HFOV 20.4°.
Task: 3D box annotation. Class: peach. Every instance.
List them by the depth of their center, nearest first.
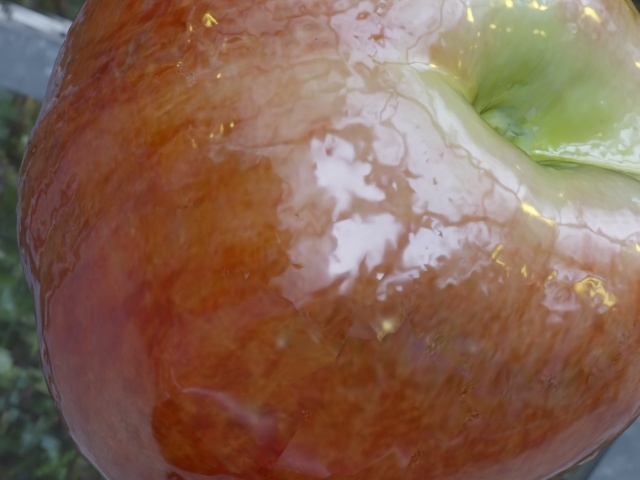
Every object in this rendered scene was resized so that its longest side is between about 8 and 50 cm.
[{"bbox_3d":[0.000,0.000,0.605,0.232,0.256,0.232,17,62,-35],"label":"peach"}]
